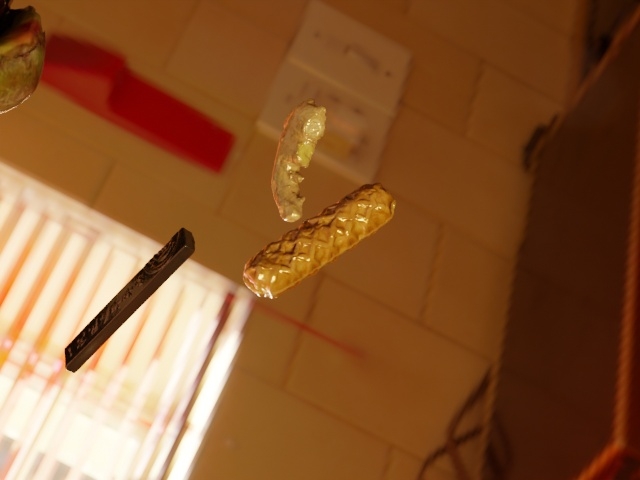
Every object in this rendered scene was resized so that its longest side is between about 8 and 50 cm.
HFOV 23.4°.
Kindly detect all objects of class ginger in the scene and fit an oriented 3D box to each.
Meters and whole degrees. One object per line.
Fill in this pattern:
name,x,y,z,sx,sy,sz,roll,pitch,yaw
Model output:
ginger,-0.034,-0.114,2.161,0.069,0.051,0.173,17,101,42

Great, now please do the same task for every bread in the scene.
bread,0.000,0.000,1.370,0.157,0.044,0.052,-33,-9,-15

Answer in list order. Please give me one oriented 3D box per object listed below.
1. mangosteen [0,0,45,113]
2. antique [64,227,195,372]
mangosteen,-0.475,-0.287,1.584,0.381,0.381,0.421,156,97,-77
antique,-0.190,0.059,1.512,0.192,0.015,0.031,-44,37,21
